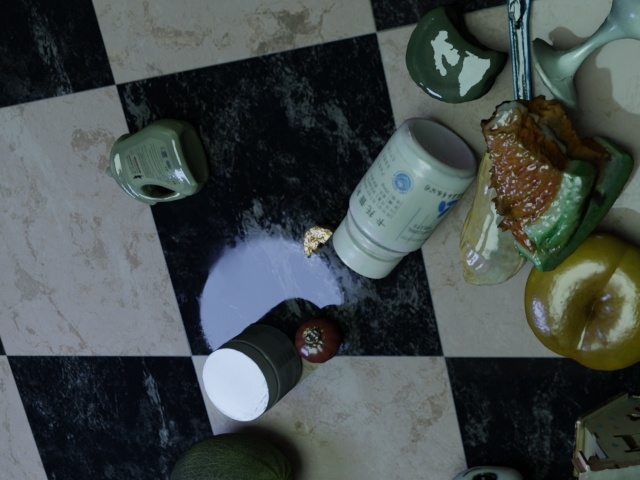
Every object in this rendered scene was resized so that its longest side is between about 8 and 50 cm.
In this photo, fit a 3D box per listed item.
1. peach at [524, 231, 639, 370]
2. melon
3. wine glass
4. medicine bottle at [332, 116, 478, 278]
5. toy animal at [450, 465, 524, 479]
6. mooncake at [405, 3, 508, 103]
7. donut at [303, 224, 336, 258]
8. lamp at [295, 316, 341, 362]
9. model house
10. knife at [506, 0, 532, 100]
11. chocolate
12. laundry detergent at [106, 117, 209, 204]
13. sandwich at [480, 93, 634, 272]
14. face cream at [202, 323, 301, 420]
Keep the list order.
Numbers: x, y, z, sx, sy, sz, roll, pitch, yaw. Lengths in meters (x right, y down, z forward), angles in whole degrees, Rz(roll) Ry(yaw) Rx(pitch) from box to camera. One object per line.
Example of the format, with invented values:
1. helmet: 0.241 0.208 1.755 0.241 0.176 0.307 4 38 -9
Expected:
1. peach: 0.484 0.105 1.658 0.251 0.153 0.251 13 121 22
2. melon: -0.206 0.567 2.193 0.301 0.237 0.238 -12 103 31
3. wine glass: 0.487 -0.344 1.483 0.321 0.143 0.143 -36 89 33
4. medicine bottle: 0.150 -0.074 1.768 0.170 0.170 0.293 42 126 10
5. toy animal: 0.363 0.566 1.878 0.266 0.212 0.213 32 122 8
6. mooncake: 0.240 -0.328 1.654 0.168 0.104 0.175 -13 100 37
7. donut: 0.000 0.000 1.967 0.067 0.038 0.083 19 123 21
8. lamp: -0.005 0.213 2.024 0.101 0.090 0.101 -3 74 11
9. model house: 0.574 0.386 1.668 0.326 0.244 0.169 -7 112 -2
10. knife: 0.346 -0.349 1.629 0.044 0.026 0.297 -2 108 19
11. chocolate: 0.331 -0.051 1.695 0.134 0.134 0.309 24 118 21
12. laundry detergent: -0.374 -0.168 2.087 0.253 0.091 0.181 -9 110 33
13. sandwich: 0.374 -0.110 1.520 0.250 0.162 0.301 -47 118 1
14. face cream: -0.150 0.291 2.103 0.177 0.153 0.177 10 112 26
